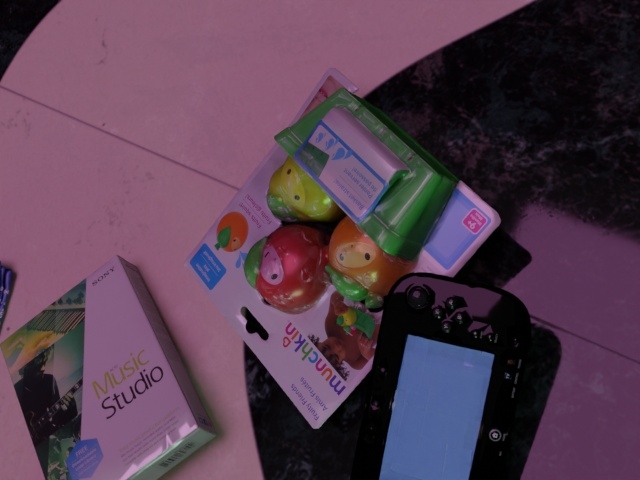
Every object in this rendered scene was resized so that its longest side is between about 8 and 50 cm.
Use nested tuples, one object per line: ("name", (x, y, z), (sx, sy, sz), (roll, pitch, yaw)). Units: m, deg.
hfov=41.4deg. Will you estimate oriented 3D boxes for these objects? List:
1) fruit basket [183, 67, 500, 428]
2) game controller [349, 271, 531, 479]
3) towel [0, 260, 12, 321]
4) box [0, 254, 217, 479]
("fruit basket", (0.000, 0.000, 1.080), (0.353, 0.165, 0.327), (-47, 60, 9))
("game controller", (0.133, 0.200, 0.962), (0.166, 0.067, 0.319), (13, 97, 24))
("towel", (-0.643, 0.187, 1.403), (0.243, 0.040, 0.336), (5, 77, 28))
("box", (-0.309, 0.206, 1.196), (0.232, 0.058, 0.322), (-37, 55, 4))
